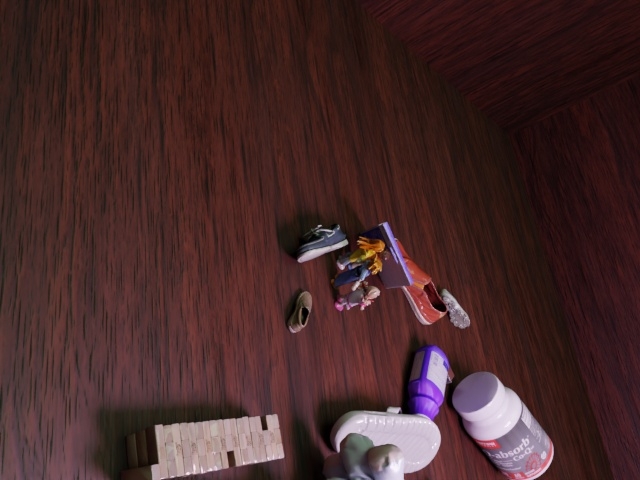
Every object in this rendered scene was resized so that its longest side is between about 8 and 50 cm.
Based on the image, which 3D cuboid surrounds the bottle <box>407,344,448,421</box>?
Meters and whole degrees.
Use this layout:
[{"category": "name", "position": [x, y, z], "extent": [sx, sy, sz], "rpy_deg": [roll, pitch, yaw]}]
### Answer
[{"category": "bottle", "position": [0.325, 0.454, 1.809], "extent": [0.118, 0.092, 0.283], "rpy_deg": [50, 37, -21]}]

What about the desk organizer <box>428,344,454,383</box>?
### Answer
[{"category": "desk organizer", "position": [0.397, 0.412, 1.977], "extent": [0.050, 0.047, 0.130], "rpy_deg": [-28, 93, -59]}]

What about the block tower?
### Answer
[{"category": "block tower", "position": [-0.209, 0.391, 1.120], "extent": [0.335, 0.091, 0.097], "rpy_deg": [12, 59, -51]}]

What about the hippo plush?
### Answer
[{"category": "hippo plush", "position": [0.059, 0.585, 1.251], "extent": [0.237, 0.234, 0.294], "rpy_deg": [-13, 85, -49]}]

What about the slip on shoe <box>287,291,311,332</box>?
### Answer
[{"category": "slip on shoe", "position": [-0.044, 0.180, 1.521], "extent": [0.051, 0.041, 0.135], "rpy_deg": [53, 36, -18]}]

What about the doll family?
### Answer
[{"category": "doll family", "position": [0.115, 0.076, 1.693], "extent": [0.118, 0.163, 0.263], "rpy_deg": [50, 37, -22]}]

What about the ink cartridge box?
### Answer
[{"category": "ink cartridge box", "position": [0.214, 0.048, 1.832], "extent": [0.045, 0.208, 0.206], "rpy_deg": [-24, 90, -16]}]

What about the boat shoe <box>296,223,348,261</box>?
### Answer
[{"category": "boat shoe", "position": [0.000, 0.000, 1.647], "extent": [0.254, 0.095, 0.079], "rpy_deg": [-19, 87, -58]}]

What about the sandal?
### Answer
[{"category": "sandal", "position": [0.177, 0.504, 1.560], "extent": [0.416, 0.169, 0.102], "rpy_deg": [31, 7, -40]}]

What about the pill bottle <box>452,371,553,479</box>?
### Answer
[{"category": "pill bottle", "position": [0.609, 0.623, 1.989], "extent": [0.363, 0.210, 0.210], "rpy_deg": [50, 37, -21]}]

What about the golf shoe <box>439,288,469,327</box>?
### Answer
[{"category": "golf shoe", "position": [0.504, 0.251, 2.210], "extent": [0.176, 0.069, 0.086], "rpy_deg": [51, 30, -23]}]

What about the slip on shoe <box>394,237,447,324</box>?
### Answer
[{"category": "slip on shoe", "position": [0.324, 0.131, 2.006], "extent": [0.331, 0.101, 0.123], "rpy_deg": [59, 36, -7]}]
